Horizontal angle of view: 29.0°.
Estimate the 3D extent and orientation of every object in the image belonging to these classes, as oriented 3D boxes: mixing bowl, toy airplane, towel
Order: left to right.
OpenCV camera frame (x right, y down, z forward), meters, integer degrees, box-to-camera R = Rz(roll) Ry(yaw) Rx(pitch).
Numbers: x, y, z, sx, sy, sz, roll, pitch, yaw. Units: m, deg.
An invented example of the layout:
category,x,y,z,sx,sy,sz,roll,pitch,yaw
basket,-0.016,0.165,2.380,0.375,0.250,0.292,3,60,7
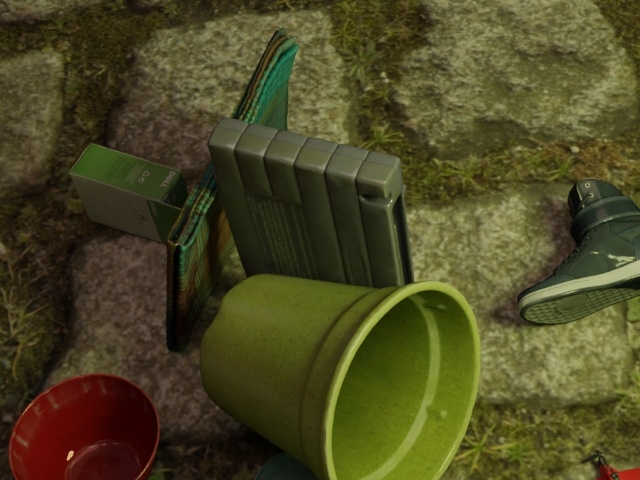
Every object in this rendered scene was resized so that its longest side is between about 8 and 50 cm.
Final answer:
category,x,y,z,sx,sy,sz,roll,pitch,yaw
mixing bowl,-0.272,0.262,1.494,0.181,0.098,0.181,-4,51,6
towel,-0.115,-0.063,1.628,0.040,0.271,0.370,19,57,7
toy airplane,0.347,0.301,1.414,0.151,0.028,0.151,-3,50,4

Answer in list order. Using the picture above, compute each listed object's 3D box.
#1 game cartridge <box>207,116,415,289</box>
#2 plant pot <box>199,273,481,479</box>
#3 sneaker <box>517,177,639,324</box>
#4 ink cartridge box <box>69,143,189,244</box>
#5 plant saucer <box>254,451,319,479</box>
category,x,y,z,sx,sy,sz,roll,pitch,yaw
game cartridge,0.000,0.000,1.499,0.230,0.355,0.068,19,59,21
plant pot,0.006,0.152,1.450,0.254,0.276,0.276,17,54,39
sneaker,0.329,0.011,1.605,0.226,0.086,0.163,-16,61,-17
ink cartridge box,-0.239,-0.055,1.739,0.209,0.109,0.062,17,57,21
plant saucer,-0.021,0.301,1.467,0.119,0.021,0.119,-1,44,1
